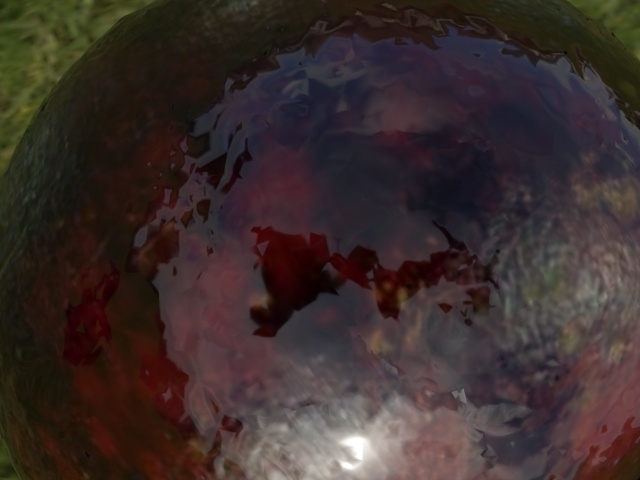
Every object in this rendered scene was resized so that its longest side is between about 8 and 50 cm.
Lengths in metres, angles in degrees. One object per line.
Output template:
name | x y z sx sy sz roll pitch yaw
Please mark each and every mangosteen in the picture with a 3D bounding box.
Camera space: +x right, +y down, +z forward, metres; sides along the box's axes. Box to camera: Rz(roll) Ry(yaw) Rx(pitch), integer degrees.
mangosteen | 0.000 0.000 0.833 0.306 0.306 0.360 -3 50 -31
